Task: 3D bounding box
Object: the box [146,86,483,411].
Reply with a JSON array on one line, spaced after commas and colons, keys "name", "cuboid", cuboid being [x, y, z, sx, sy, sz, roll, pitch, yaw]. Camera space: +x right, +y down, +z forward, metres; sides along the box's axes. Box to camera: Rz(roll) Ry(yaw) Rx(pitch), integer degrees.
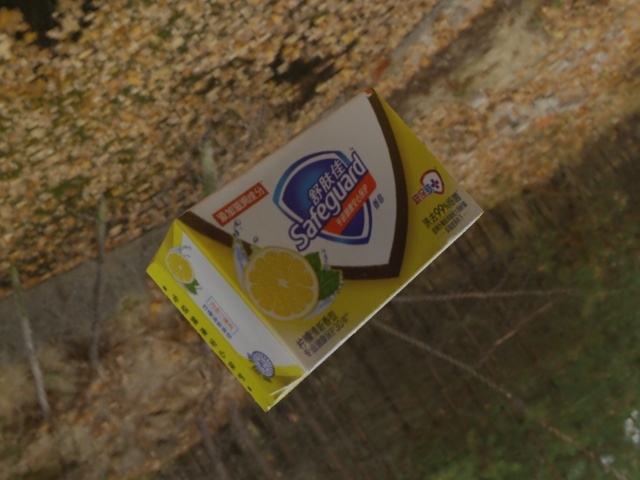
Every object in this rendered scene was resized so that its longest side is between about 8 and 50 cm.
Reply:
[{"name": "box", "cuboid": [0.000, 0.000, 0.853, 0.265, 0.168, 0.097, -36, 175, -37]}]
